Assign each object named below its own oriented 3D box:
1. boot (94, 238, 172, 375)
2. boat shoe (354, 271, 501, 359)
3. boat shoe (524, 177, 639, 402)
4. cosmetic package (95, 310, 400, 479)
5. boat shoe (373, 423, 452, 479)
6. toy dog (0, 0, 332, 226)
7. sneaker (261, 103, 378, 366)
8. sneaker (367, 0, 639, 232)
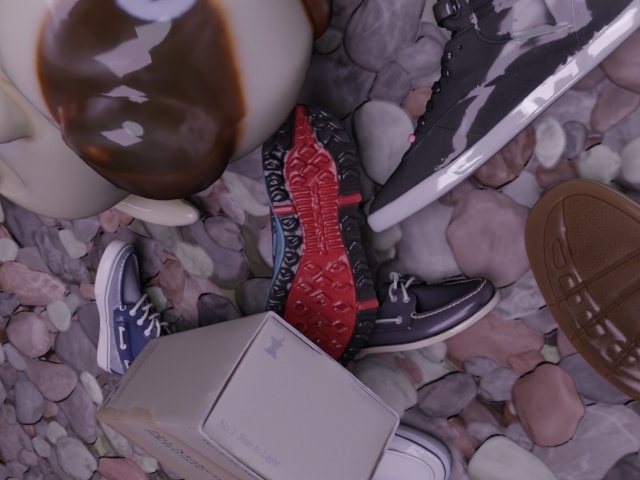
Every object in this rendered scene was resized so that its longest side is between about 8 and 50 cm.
[{"bbox_3d":[-0.218,0.090,0.769,0.086,0.069,0.190,16,122,9],"label":"boot"},{"bbox_3d":[0.073,0.067,0.629,0.206,0.075,0.065,-22,102,32],"label":"boat shoe"},{"bbox_3d":[0.308,0.083,0.519,0.341,0.110,0.121,50,126,10],"label":"boat shoe"},{"bbox_3d":[-0.090,0.172,0.620,0.160,0.113,0.309,42,151,-17],"label":"cosmetic package"},{"bbox_3d":[0.029,0.252,0.711,0.226,0.076,0.083,0,108,23],"label":"boat shoe"},{"bbox_3d":[-0.192,-0.135,0.503,0.408,0.284,0.395,0,129,46],"label":"toy dog"},{"bbox_3d":[0.000,0.000,0.613,0.104,0.125,0.261,0,105,-1],"label":"sneaker"},{"bbox_3d":[0.116,-0.142,0.526,0.147,0.104,0.296,47,113,4],"label":"sneaker"}]
